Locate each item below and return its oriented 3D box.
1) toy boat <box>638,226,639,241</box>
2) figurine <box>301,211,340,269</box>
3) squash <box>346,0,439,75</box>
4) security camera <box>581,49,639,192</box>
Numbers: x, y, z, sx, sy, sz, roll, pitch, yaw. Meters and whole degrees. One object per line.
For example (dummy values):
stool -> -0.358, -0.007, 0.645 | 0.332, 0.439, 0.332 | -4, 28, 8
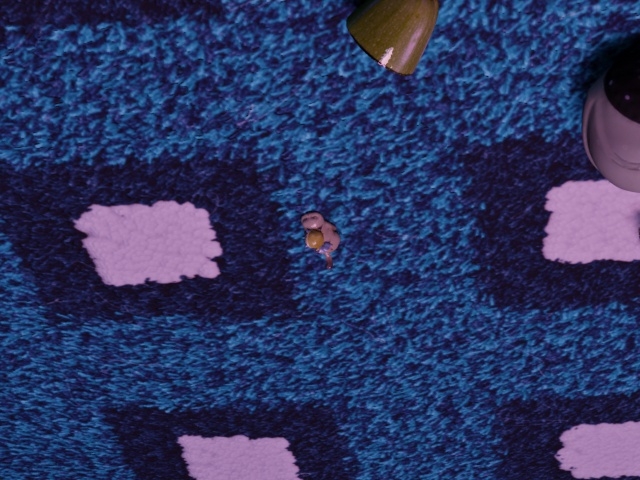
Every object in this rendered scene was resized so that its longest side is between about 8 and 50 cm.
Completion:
toy boat -> 0.501, 0.028, 2.096 | 0.084, 0.066, 0.210 | -5, 143, 13
figurine -> 0.000, 0.000, 2.105 | 0.047, 0.050, 0.083 | -21, 138, 20
squash -> 0.106, -0.275, 1.720 | 0.105, 0.105, 0.132 | 26, 119, -27
security camera -> 0.458, -0.136, 1.798 | 0.277, 0.197, 0.191 | 9, 143, 6
